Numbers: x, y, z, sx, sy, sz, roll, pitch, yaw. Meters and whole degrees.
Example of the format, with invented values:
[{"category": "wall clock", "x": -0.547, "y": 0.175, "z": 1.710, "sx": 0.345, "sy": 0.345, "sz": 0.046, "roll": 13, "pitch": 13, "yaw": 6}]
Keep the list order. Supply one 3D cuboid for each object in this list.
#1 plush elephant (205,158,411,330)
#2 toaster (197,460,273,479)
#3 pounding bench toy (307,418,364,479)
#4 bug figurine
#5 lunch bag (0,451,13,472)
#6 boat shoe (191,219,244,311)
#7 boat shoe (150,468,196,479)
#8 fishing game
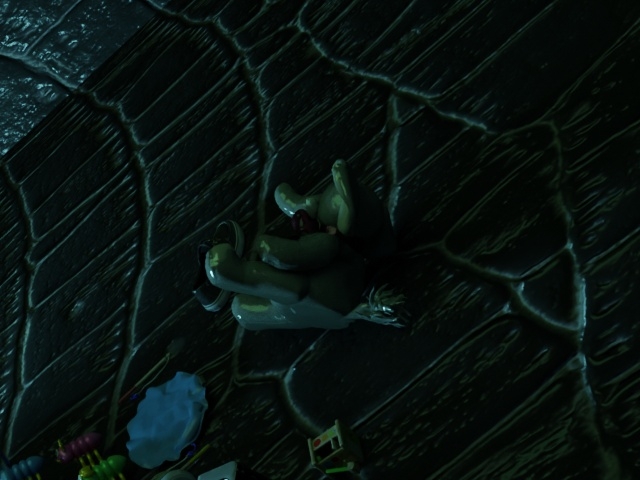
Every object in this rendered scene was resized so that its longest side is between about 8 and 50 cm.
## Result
[{"category": "plush elephant", "x": 0.000, "y": 0.000, "z": 1.805, "sx": 0.330, "sy": 0.272, "sz": 0.255, "roll": 4, "pitch": 67, "yaw": 18}, {"category": "toaster", "x": -0.098, "y": 0.417, "z": 1.541, "sx": 0.110, "sy": 0.185, "sz": 0.168, "roll": -23, "pitch": 46, "yaw": 37}, {"category": "pounding bench toy", "x": 0.022, "y": 0.317, "z": 1.612, "sx": 0.065, "sy": 0.052, "sz": 0.083, "roll": -37, "pitch": 33, "yaw": 16}, {"category": "bug figurine", "x": -0.462, "y": 0.423, "z": 1.975, "sx": 0.216, "sy": 0.072, "sz": 0.279, "roll": -26, "pitch": 23, "yaw": -24}, {"category": "lunch bag", "x": -0.683, "y": 0.504, "z": 2.198, "sx": 0.129, "sy": 0.096, "sz": 0.151, "roll": -14, "pitch": 34, "yaw": 36}, {"category": "boat shoe", "x": -0.210, "y": 0.035, "z": 2.180, "sx": 0.080, "sy": 0.076, "sz": 0.228, "roll": -23, "pitch": 39, "yaw": 33}, {"category": "boat shoe", "x": -0.302, "y": 0.497, "z": 1.771, "sx": 0.302, "sy": 0.109, "sz": 0.094, "roll": -49, "pitch": 15, "yaw": -21}, {"category": "fishing game", "x": -0.267, "y": 0.319, "z": 1.970, "sx": 0.189, "sy": 0.041, "sz": 0.264, "roll": -45, "pitch": 40, "yaw": 4}]
